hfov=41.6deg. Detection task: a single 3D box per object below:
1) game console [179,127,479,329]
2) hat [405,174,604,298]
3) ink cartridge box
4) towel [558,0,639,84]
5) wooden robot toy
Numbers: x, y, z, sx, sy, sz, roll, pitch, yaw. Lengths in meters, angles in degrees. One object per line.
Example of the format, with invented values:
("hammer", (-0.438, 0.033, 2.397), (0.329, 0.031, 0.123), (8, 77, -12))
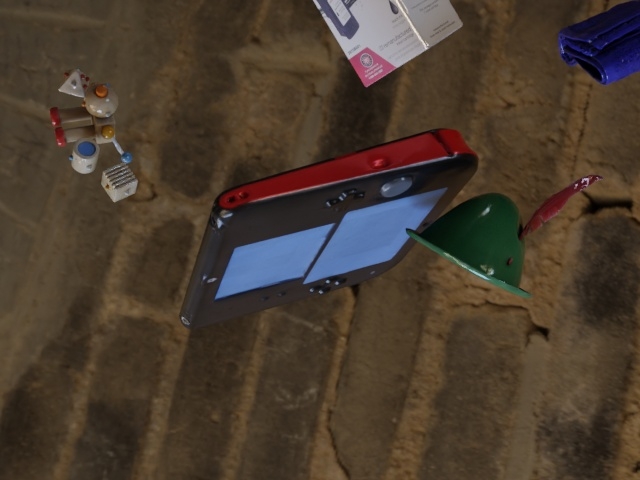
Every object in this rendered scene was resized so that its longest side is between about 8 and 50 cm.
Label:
("game console", (0.000, 0.000, 1.089), (0.060, 0.342, 0.386), (63, -24, 17))
("hat", (0.223, -0.047, 1.019), (0.173, 0.208, 0.183), (30, -84, 15))
("ink cartridge box", (0.085, -0.389, 1.325), (0.100, 0.237, 0.172), (-37, -171, -33))
("towel", (0.481, -0.318, 1.130), (0.308, 0.076, 0.227), (-24, -161, 9))
("wooden robot toy", (-0.244, -0.131, 0.902), (0.173, 0.076, 0.079), (69, -26, 19))
